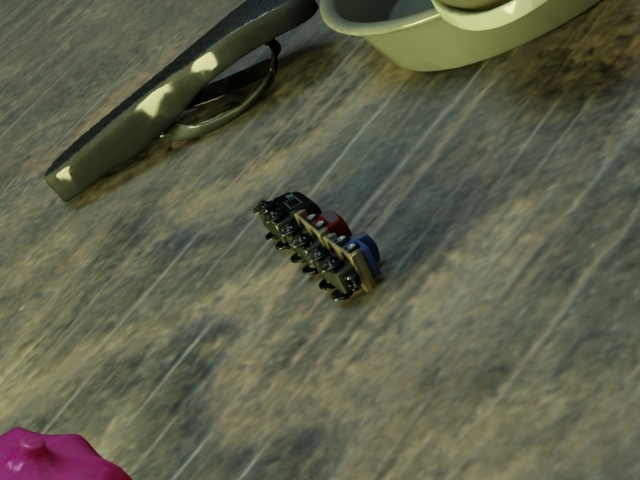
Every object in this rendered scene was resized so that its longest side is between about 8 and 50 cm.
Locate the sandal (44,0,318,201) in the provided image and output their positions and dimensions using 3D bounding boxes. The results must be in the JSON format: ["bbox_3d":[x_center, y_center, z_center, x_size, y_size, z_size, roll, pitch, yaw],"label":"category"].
[{"bbox_3d":[-0.092,-0.103,1.356,0.254,0.054,0.097,-35,14,28],"label":"sandal"}]

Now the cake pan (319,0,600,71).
[{"bbox_3d":[0.135,-0.209,1.223,0.293,0.054,0.293,-30,24,15],"label":"cake pan"}]

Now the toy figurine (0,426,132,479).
[{"bbox_3d":[-0.107,0.151,0.748,0.173,0.159,0.130,-35,23,5],"label":"toy figurine"}]

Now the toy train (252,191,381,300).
[{"bbox_3d":[0.000,0.000,1.054,0.036,0.027,0.158,-28,22,-9],"label":"toy train"}]

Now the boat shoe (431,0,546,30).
[{"bbox_3d":[0.086,-0.209,1.106,0.109,0.091,0.305,-33,23,8],"label":"boat shoe"}]
